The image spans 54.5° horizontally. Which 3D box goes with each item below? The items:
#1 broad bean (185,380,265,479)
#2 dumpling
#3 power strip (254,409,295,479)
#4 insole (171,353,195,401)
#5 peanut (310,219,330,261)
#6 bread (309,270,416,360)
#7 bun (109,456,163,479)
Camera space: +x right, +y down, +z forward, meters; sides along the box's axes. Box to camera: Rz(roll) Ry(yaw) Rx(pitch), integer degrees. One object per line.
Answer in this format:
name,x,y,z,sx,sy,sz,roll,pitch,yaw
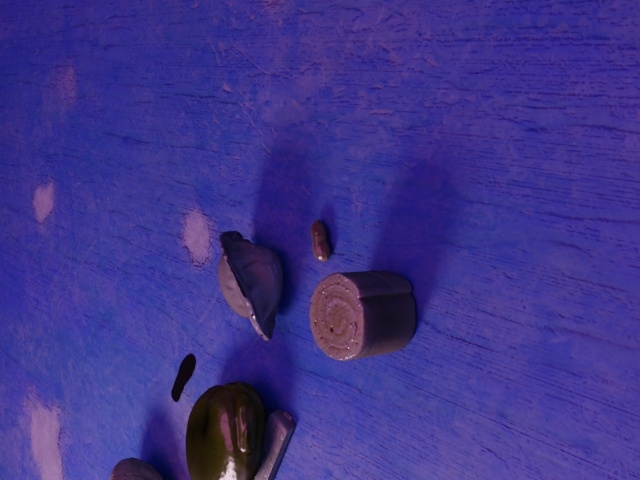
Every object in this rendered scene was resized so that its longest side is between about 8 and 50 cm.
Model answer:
broad bean,-0.207,0.428,1.336,0.238,0.119,0.290,44,122,44
dumpling,-0.145,0.083,1.257,0.142,0.172,0.246,-26,78,8
power strip,-0.116,0.472,1.327,0.060,0.027,0.252,36,114,37
insole,-0.343,0.344,1.551,0.053,0.002,0.152,41,117,34
peanut,0.000,0.000,1.205,0.037,0.037,0.083,-12,78,42
bread,0.073,0.126,1.069,0.134,0.141,0.148,7,94,46
bun,-0.455,0.657,1.571,0.220,0.135,0.220,171,90,-75
